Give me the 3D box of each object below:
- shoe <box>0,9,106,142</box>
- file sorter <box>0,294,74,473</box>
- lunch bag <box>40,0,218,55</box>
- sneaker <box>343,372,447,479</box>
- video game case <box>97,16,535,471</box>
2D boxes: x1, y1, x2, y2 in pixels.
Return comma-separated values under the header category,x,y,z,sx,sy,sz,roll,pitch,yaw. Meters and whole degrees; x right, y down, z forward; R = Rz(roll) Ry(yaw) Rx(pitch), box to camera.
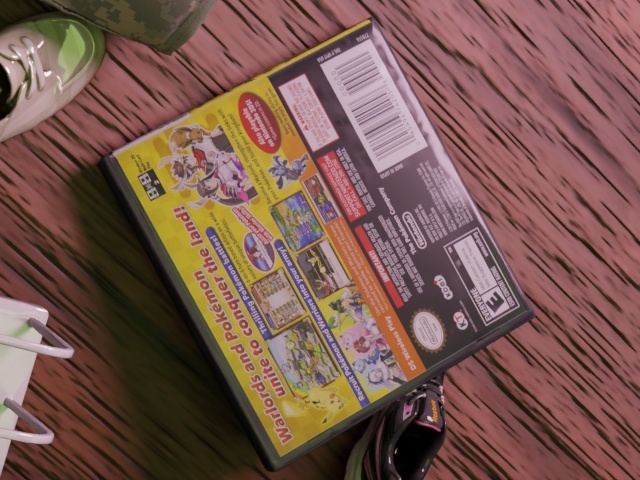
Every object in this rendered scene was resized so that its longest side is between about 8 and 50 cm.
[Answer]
category,x,y,z,sx,sy,sz,roll,pitch,yaw
shoe,-0.248,-0.100,1.248,0.219,0.058,0.076,-32,107,-15
file sorter,-0.304,0.167,1.199,0.193,0.173,0.278,17,90,-23
lunch bag,-0.146,-0.294,1.193,0.235,0.169,0.287,23,107,-29
sneaker,0.078,0.136,1.385,0.072,0.077,0.178,17,74,-25
video game case,0.000,0.000,1.338,0.248,0.035,0.275,-29,92,-16
